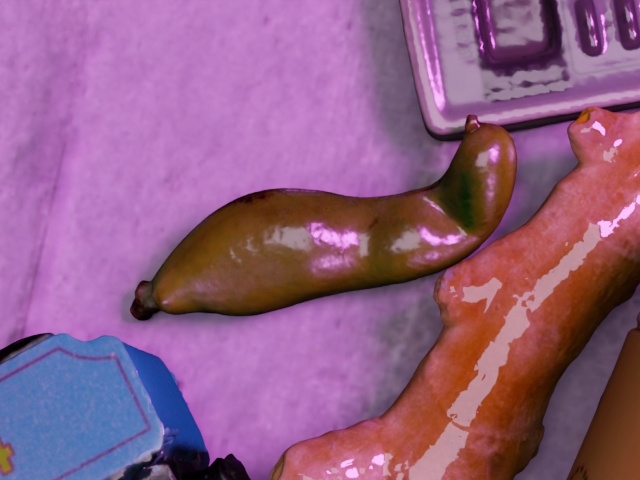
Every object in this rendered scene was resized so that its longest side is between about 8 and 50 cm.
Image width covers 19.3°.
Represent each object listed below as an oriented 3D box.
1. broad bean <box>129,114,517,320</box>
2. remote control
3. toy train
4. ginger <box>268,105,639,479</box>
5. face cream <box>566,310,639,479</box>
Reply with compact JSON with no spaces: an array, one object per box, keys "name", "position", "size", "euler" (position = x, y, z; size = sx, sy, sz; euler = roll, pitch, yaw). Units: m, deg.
[{"name":"broad bean","position":[0.000,0.000,0.930],"size":[0.213,0.048,0.070],"euler":[-21,111,11]},{"name":"remote control","position":[0.180,-0.129,0.920],"size":[0.285,0.038,0.123],"euler":[-8,85,7]},{"name":"toy train","position":[-0.133,0.134,0.918],"size":[0.198,0.107,0.154],"euler":[-29,76,6]},{"name":"ginger","position":[0.099,0.050,0.903],"size":[0.118,0.065,0.299],"euler":[40,88,-22]},{"name":"face cream","position":[0.222,0.109,0.809],"size":[0.218,0.218,0.179],"euler":[24,91,9]}]
